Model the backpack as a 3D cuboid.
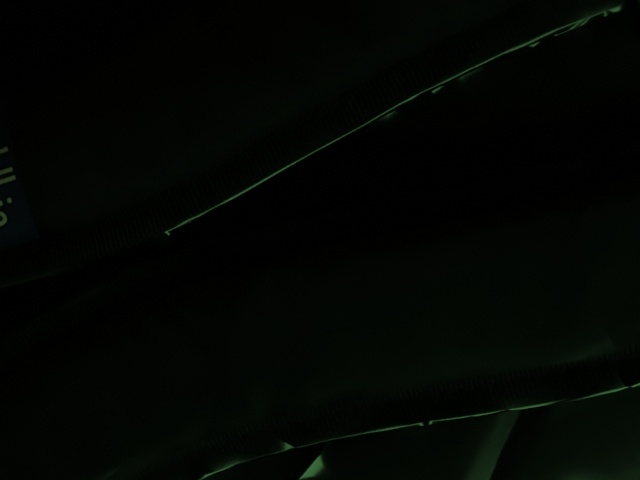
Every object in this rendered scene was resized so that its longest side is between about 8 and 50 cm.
[{"bbox_3d":[0.026,-0.019,0.500,0.355,0.290,0.273,-27,171,32],"label":"backpack"}]
